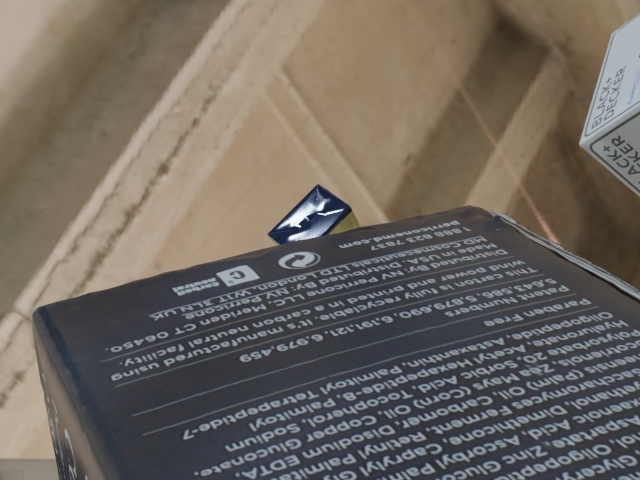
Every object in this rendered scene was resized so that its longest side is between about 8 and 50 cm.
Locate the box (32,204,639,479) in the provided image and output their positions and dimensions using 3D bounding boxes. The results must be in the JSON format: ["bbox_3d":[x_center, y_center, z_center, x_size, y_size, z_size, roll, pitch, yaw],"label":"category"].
[{"bbox_3d":[0.085,0.293,0.525,0.297,0.472,0.480,-13,-67,-21],"label":"box"}]

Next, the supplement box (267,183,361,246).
[{"bbox_3d":[0.000,0.000,1.281,0.083,0.056,0.083,-45,-37,-10],"label":"supplement box"}]

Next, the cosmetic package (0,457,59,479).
[{"bbox_3d":[-0.429,0.364,1.382,0.217,0.156,0.385,-20,-13,1],"label":"cosmetic package"}]

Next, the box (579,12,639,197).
[{"bbox_3d":[0.354,-0.168,0.934,0.087,0.290,0.169,36,-128,-14],"label":"box"}]
